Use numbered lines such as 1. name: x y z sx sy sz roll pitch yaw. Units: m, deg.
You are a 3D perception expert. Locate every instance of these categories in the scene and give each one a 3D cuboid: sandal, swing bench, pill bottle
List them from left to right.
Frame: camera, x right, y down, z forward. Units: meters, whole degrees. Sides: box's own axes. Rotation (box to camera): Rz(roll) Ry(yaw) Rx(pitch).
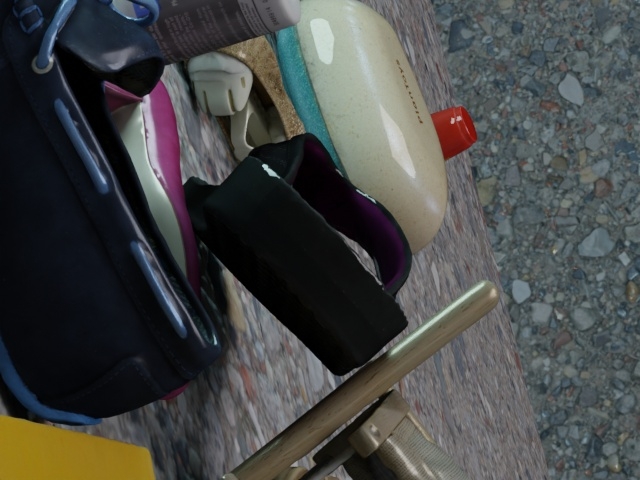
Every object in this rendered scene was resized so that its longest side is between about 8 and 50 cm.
1. pill bottle: -0.089 -0.160 1.225 0.078 0.137 0.078 -16 90 -80
2. sandal: 0.002 0.002 1.179 0.167 0.107 0.446 47 -5 -6
3. swing bench: 0.063 0.205 1.107 0.255 0.165 0.253 -35 85 -37

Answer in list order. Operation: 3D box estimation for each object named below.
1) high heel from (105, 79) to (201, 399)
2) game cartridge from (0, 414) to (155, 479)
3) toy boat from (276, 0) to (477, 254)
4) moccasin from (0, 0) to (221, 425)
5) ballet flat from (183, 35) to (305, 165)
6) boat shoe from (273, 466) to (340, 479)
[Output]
1. high heel: -0.100 -0.007 1.102 0.117 0.082 0.244 33 27 -57
2. game cartridge: -0.111 0.239 0.802 0.285 0.053 0.323 37 41 -72
3. toy boat: 0.049 -0.100 1.859 0.318 0.148 0.267 10 59 -69
4. moccasin: -0.130 -0.080 0.962 0.138 0.117 0.342 -12 85 -79
5. ballet flat: -0.063 -0.114 1.475 0.206 0.073 0.067 55 36 -49
6. boat shoe: 0.032 0.301 1.222 0.121 0.110 0.341 57 20 -55
